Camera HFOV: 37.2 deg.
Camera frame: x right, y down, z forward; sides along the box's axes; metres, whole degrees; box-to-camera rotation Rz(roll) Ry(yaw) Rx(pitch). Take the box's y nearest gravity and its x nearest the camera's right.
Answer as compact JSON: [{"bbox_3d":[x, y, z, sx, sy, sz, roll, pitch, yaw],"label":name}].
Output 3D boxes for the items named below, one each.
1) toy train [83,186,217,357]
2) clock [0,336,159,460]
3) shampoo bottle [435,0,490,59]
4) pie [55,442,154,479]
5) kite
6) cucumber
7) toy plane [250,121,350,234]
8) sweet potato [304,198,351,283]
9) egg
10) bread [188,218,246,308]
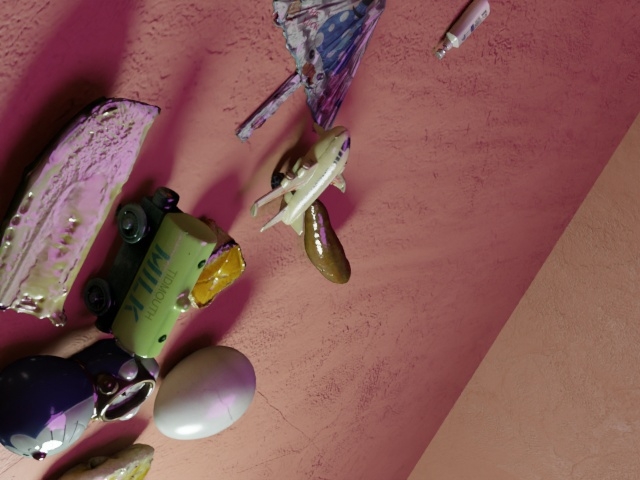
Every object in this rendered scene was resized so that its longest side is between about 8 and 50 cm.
[{"bbox_3d":[-0.247,0.054,1.401,0.105,0.157,0.253,-2,126,-58],"label":"toy train"},{"bbox_3d":[-0.376,0.233,1.420,0.243,0.146,0.199,-16,153,-44],"label":"clock"},{"bbox_3d":[0.269,-0.402,1.807,0.141,0.034,0.049,-48,161,-7],"label":"shampoo bottle"},{"bbox_3d":[-0.437,0.519,1.781,0.337,0.075,0.337,-38,151,-25],"label":"pie"},{"bbox_3d":[-0.003,-0.286,1.531,0.368,0.014,0.406,-47,154,-12],"label":"kite"},{"bbox_3d":[-0.324,-0.056,1.209,0.145,0.105,0.325,21,107,-36],"label":"cucumber"},{"bbox_3d":[-0.019,-0.109,1.635,0.229,0.092,0.244,-18,147,-45],"label":"toy plane"},{"bbox_3d":[0.000,0.000,1.847,0.077,0.077,0.243,-44,140,-16],"label":"sweet potato"},{"bbox_3d":[-0.215,0.284,1.757,0.209,0.151,0.151,-37,151,-22],"label":"egg"},{"bbox_3d":[-0.193,0.042,1.578,0.128,0.069,0.140,-44,157,-14],"label":"bread"}]
